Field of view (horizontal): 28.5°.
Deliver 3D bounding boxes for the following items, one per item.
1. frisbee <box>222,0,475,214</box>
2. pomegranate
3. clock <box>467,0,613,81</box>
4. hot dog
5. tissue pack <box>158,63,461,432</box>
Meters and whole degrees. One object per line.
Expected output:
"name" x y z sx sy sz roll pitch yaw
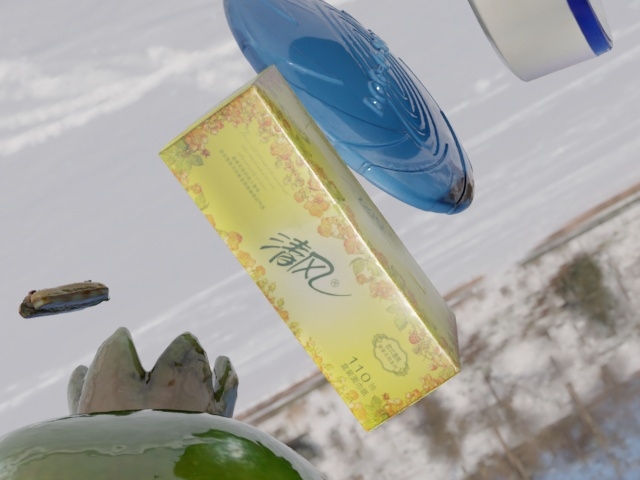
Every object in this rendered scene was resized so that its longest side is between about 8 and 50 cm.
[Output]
"frisbee" 0.032 -0.118 0.923 0.045 0.242 0.242 -45 169 24
"pomegranate" -0.059 0.198 0.671 0.216 0.359 0.310 -3 135 3
"clock" 0.140 -0.235 0.931 0.083 0.231 0.230 -19 179 17
"hot dog" -0.196 0.043 0.968 0.037 0.021 0.083 -31 167 29
"tissue pack" 0.000 0.000 0.652 0.062 0.176 0.095 -35 -172 11
